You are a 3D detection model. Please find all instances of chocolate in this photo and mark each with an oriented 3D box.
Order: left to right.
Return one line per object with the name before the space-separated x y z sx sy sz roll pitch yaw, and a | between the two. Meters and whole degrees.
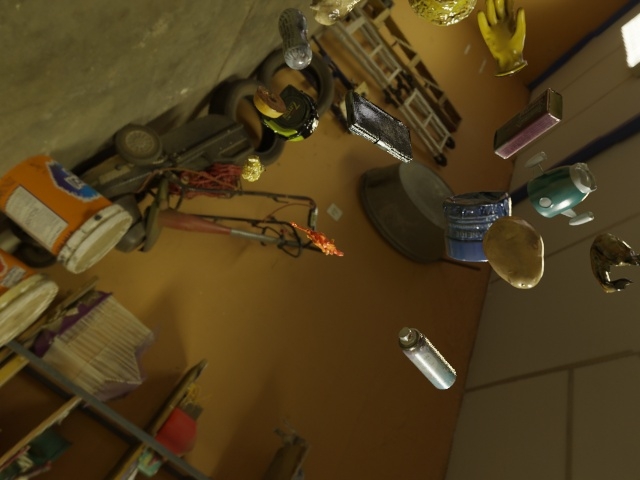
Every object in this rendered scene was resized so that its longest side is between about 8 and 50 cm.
chocolate | -0.060 -0.475 0.958 0.072 0.072 0.167 -37 -125 51

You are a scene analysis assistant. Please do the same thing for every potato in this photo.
potato | 0.549 0.024 1.177 0.161 0.128 0.234 -3 -123 32

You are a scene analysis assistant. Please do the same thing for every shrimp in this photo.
shrimp | 0.720 0.066 1.016 0.254 0.059 0.145 -52 145 -69

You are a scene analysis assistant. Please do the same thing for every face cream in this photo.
face cream | 0.288 0.319 1.128 0.075 0.229 0.075 -33 -154 19
face cream | 0.598 -0.064 1.566 0.249 0.225 0.249 -10 -165 3

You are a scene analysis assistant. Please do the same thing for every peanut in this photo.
peanut | 0.087 -0.889 1.440 0.291 0.143 0.159 -45 179 -18

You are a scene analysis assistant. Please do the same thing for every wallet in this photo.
wallet | 0.214 -0.402 1.459 0.044 0.317 0.169 -26 -123 43

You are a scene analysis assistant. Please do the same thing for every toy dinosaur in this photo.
toy dinosaur | 0.000 0.000 1.726 0.070 0.288 0.117 -54 -150 2

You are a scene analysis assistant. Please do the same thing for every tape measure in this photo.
tape measure | -0.101 -0.458 1.529 0.199 0.186 0.112 -50 159 8

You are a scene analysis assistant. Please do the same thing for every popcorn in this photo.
popcorn | -0.224 -0.233 1.300 0.084 0.084 0.084 -47 -171 9

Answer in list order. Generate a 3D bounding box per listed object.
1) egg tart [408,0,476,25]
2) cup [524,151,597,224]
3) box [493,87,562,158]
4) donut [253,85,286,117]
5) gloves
egg tart | 0.494 -1.018 1.632 0.294 0.294 0.123 -45 -177 18
cup | 0.857 -0.187 1.444 0.167 0.299 0.173 -40 -178 -35
box | 0.668 -0.374 1.325 0.224 0.069 0.120 -42 -155 61
donut | -0.156 -0.416 1.244 0.043 0.108 0.097 -39 -135 36
gloves | 0.685 -0.782 1.540 0.133 0.294 0.116 -28 -153 1
